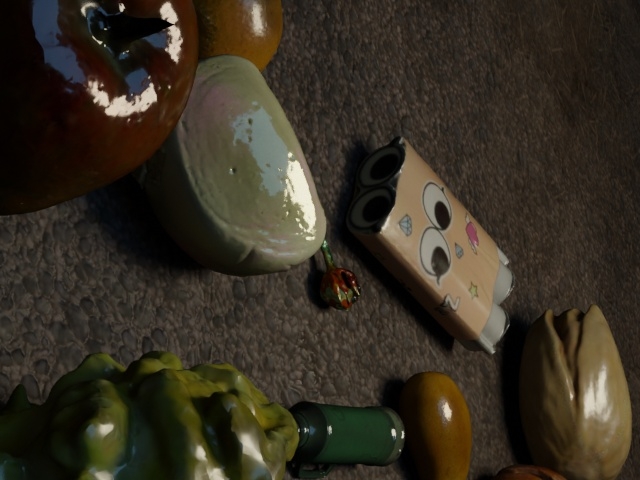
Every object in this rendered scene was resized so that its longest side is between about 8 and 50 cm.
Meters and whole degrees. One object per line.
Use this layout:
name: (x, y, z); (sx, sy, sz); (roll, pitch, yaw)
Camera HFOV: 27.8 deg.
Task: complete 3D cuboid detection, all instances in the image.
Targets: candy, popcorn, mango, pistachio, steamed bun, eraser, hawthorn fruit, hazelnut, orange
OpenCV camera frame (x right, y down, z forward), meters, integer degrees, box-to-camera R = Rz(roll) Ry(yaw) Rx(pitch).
candy: (0.000, 0.000, 1.591); (0.055, 0.049, 0.184); (32, 37, -85)
popcorn: (-0.157, 0.234, 1.053); (0.312, 0.312, 0.312); (24, 59, -49)
mango: (0.153, 0.256, 1.671); (0.102, 0.085, 0.184); (-23, 103, -55)
pistachio: (0.377, 0.243, 1.927); (0.181, 0.162, 0.293); (42, 40, -77)
steamed bun: (-0.113, -0.063, 1.348); (0.152, 0.170, 0.238); (-27, 99, -31)
eraser: (0.154, 0.012, 1.755); (0.290, 0.087, 0.171); (45, 46, -36)
hawthorn fruit: (-0.228, -0.164, 1.092); (0.268, 0.301, 0.267); (16, 71, -56)
hazelnut: (0.292, 0.376, 1.793); (0.154, 0.143, 0.143); (21, 61, -59)
orange: (-0.101, -0.266, 1.484); (0.170, 0.112, 0.160); (14, 67, -39)

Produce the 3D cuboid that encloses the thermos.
thermos: (0.013, 0.226, 1.501); (0.188, 0.083, 0.073); (15, 45, -50)
